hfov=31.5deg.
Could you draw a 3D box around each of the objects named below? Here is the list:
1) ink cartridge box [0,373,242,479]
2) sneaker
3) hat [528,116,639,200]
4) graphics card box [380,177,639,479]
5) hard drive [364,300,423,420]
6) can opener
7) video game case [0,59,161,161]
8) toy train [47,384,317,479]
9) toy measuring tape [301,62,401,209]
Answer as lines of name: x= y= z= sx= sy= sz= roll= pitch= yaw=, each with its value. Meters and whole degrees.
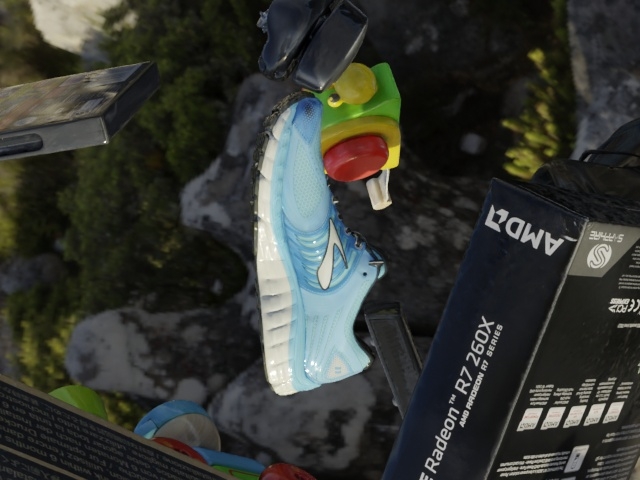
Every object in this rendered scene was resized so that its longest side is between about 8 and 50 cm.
ink cartridge box: x=-0.153 y=0.161 z=0.391 sx=0.234 sy=0.193 sz=0.088 roll=-52 pitch=31 yaw=12
sneaker: x=0.000 y=0.000 z=0.607 sx=0.073 sy=0.063 sz=0.162 roll=-4 pitch=104 yaw=-5
hat: x=0.289 y=-0.014 z=1.224 sx=0.331 sy=0.134 sz=0.331 roll=-52 pitch=27 yaw=39
graphics card box: x=0.167 y=0.143 z=0.887 sx=0.094 sy=0.233 sz=0.370 roll=32 pitch=109 yaw=41
hard drive: x=0.109 y=0.161 z=1.544 sx=0.054 sy=0.255 sz=0.172 roll=-20 pitch=88 yaw=3
can opener: x=0.012 y=-0.190 z=0.829 sx=0.186 sy=0.073 sz=0.059 roll=-62 pitch=10 yaw=-19
video game case: x=-0.316 y=-0.131 z=1.212 sx=0.248 sy=0.275 sz=0.035 roll=-9 pitch=109 yaw=6
toy train: x=-0.125 y=0.129 z=0.621 sx=0.143 sy=0.248 sz=0.105 roll=41 pitch=104 yaw=48
toy measuring tape: x=0.025 y=-0.100 z=1.243 sx=0.121 sy=0.330 sz=0.121 roll=-1 pitch=70 yaw=2
